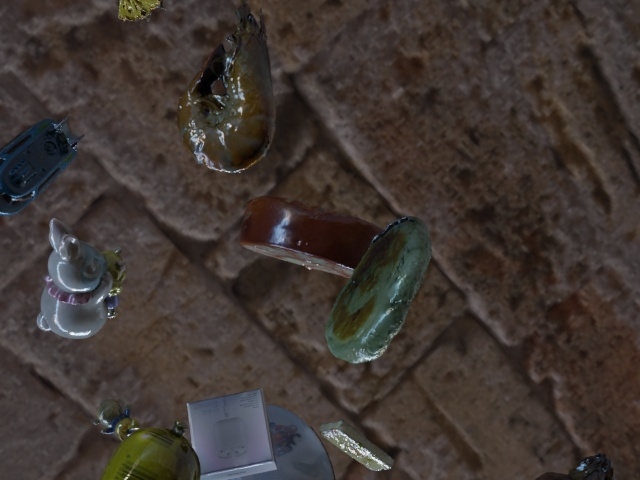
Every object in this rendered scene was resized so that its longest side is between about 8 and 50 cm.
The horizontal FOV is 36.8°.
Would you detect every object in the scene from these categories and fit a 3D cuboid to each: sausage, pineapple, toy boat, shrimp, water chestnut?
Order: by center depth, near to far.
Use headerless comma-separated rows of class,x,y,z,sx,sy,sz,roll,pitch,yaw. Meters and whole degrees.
sausage,-0.251,0.383,1.189,0.123,0.347,0.123,23,162,8
shrimp,-0.145,-0.237,1.466,0.063,0.152,0.287,65,-159,-70
water chestnut,0.465,0.496,1.735,0.223,0.238,0.224,17,176,1
pineapple,-0.406,-0.556,2.159,0.116,0.137,0.069,54,-155,-33
toy boat,-0.668,-0.179,2.215,0.092,0.299,0.134,-23,114,41

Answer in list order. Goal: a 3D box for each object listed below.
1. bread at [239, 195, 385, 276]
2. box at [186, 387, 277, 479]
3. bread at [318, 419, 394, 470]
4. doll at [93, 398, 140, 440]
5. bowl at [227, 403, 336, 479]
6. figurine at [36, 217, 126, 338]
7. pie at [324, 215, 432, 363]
bread,-0.003,-0.001,1.971,0.327,0.114,0.295,16,175,1
box,-0.148,0.323,1.591,0.051,0.130,0.129,81,177,-62
bread,0.070,0.399,1.863,0.153,0.028,0.068,41,143,-22
doll,-0.529,0.458,2.472,0.179,0.102,0.089,8,133,52
bowl,-0.146,0.518,1.979,0.157,0.346,0.345,2,-145,-52
figurine,-0.420,0.059,1.714,0.127,0.155,0.236,-118,35,-42
pie,0.082,0.071,1.368,0.054,0.241,0.240,32,179,-14
